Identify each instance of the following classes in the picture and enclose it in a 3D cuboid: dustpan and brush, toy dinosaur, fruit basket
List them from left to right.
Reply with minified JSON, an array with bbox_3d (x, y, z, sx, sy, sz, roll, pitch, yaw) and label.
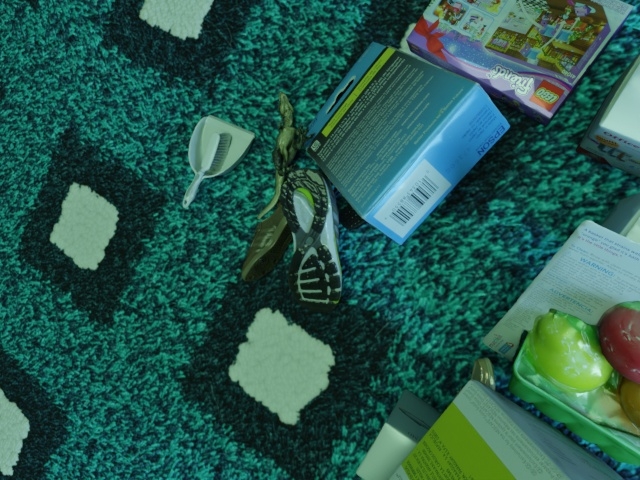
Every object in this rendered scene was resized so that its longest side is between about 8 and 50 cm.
[{"bbox_3d":[-0.251,-0.168,0.976,0.147,0.060,0.211,26,98,20],"label":"dustpan and brush"},{"bbox_3d":[-0.072,-0.172,0.881,0.118,0.063,0.269,3,81,65],"label":"toy dinosaur"},{"bbox_3d":[0.420,0.151,0.577,0.326,0.165,0.353,31,143,20],"label":"fruit basket"}]

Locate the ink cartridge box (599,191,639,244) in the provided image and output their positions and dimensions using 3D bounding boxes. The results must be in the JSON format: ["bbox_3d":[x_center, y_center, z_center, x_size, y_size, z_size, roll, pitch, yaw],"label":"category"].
[{"bbox_3d":[0.530,0.047,0.593,0.272,0.198,0.115,35,100,18],"label":"ink cartridge box"}]

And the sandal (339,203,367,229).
[{"bbox_3d":[0.116,-0.074,0.848,0.179,0.040,0.067,-26,74,34],"label":"sandal"}]

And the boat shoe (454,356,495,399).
[{"bbox_3d":[0.264,0.287,0.762,0.059,0.063,0.170,6,92,5],"label":"boat shoe"}]

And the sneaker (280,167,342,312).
[{"bbox_3d":[0.000,0.000,0.855,0.110,0.121,0.300,4,110,18],"label":"sneaker"}]

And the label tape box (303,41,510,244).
[{"bbox_3d":[0.117,-0.193,0.785,0.249,0.115,0.348,-50,35,14],"label":"label tape box"}]

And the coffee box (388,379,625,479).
[{"bbox_3d":[0.274,0.450,0.524,0.337,0.338,0.334,34,96,-24],"label":"coffee box"}]

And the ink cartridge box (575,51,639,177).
[{"bbox_3d":[0.476,-0.176,0.629,0.128,0.176,0.128,31,100,19],"label":"ink cartridge box"}]

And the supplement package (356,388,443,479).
[{"bbox_3d":[0.151,0.349,0.747,0.105,0.179,0.105,30,100,19],"label":"supplement package"}]

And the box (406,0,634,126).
[{"bbox_3d":[0.326,-0.361,0.755,0.293,0.057,0.201,38,102,18],"label":"box"}]

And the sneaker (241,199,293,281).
[{"bbox_3d":[-0.112,0.000,0.928,0.188,0.066,0.071,-51,56,8],"label":"sneaker"}]
